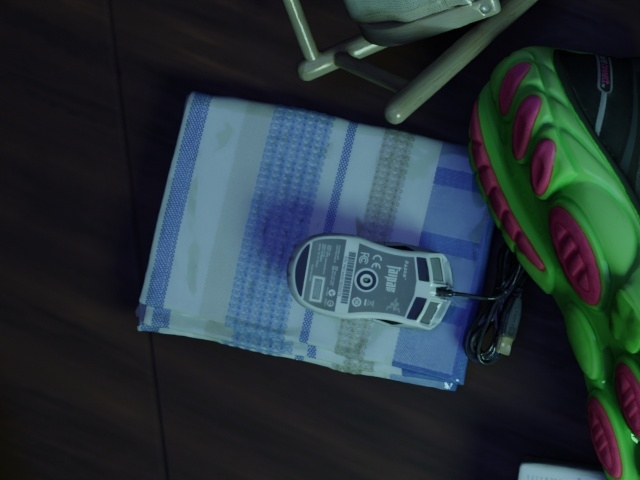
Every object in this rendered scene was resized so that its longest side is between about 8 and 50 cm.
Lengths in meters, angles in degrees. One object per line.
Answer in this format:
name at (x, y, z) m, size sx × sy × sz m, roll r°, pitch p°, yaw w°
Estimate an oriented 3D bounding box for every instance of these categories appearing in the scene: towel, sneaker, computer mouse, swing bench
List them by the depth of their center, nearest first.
sneaker at (0.284, 0.052, 1.420) m, size 0.202 × 0.185 × 0.483 m, roll -14°, pitch 72°, yaw -22°
swing bench at (0.081, -0.269, 1.438) m, size 0.254 × 0.165 × 0.253 m, roll -32°, pitch 122°, yaw -17°
computer mouse at (0.069, 0.035, 1.523) m, size 0.193 × 0.042 × 0.106 m, roll 11°, pitch 91°, yaw 2°
towel at (0.000, 0.000, 1.570) m, size 0.285 × 0.034 × 0.209 m, roll 11°, pitch 87°, yaw 8°

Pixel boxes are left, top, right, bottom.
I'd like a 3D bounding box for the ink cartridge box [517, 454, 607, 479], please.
ink cartridge box at (0.264, 0.252, 1.492) m, size 0.231 × 0.078 × 0.134 m, roll 7°, pitch 89°, yaw 9°
